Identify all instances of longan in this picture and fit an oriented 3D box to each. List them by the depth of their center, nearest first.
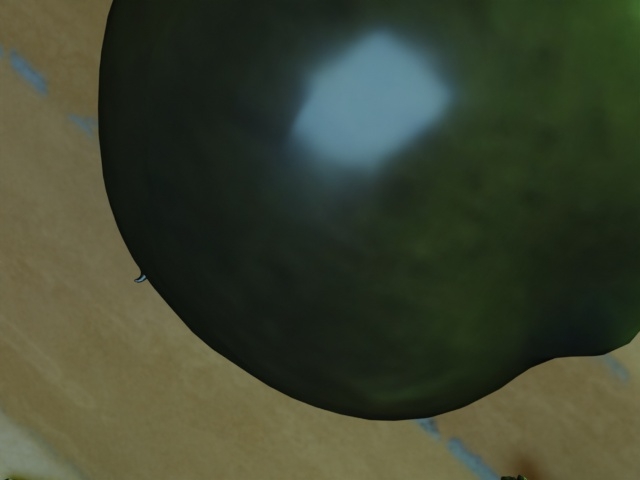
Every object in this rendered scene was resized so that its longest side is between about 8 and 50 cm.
[{"bbox_3d":[0.063,-0.079,0.765,0.360,0.361,0.361,6,111,16],"label":"longan"}]

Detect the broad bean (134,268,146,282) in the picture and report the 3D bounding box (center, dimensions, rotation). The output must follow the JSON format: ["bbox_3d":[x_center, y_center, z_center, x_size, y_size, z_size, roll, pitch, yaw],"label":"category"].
[{"bbox_3d":[0.000,0.000,0.965,0.256,0.052,0.053,-7,147,17],"label":"broad bean"}]

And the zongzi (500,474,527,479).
[{"bbox_3d":[0.236,0.264,0.962,0.228,0.115,0.256,-6,96,16],"label":"zongzi"}]

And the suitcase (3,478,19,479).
[{"bbox_3d":[-0.197,0.231,1.105,0.126,0.059,0.086,12,111,13],"label":"suitcase"}]
